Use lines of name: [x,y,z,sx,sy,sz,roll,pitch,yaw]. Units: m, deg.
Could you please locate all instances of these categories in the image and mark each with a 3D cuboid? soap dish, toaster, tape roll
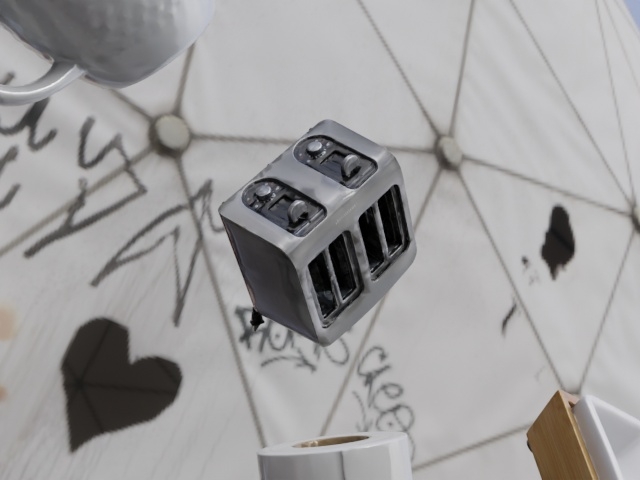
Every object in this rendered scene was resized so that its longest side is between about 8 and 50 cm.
soap dish: [0.408,0.370,1.430,0.118,0.291,0.229,-35,-41,26]
toaster: [0.000,0.000,1.061,0.110,0.168,0.186,28,-33,37]
tape roll: [0.028,0.402,1.648,0.246,0.169,0.246,-7,-6,-1]

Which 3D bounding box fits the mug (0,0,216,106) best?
mug: [-0.305,-0.314,1.156,0.276,0.374,0.328,0,-45,48]
